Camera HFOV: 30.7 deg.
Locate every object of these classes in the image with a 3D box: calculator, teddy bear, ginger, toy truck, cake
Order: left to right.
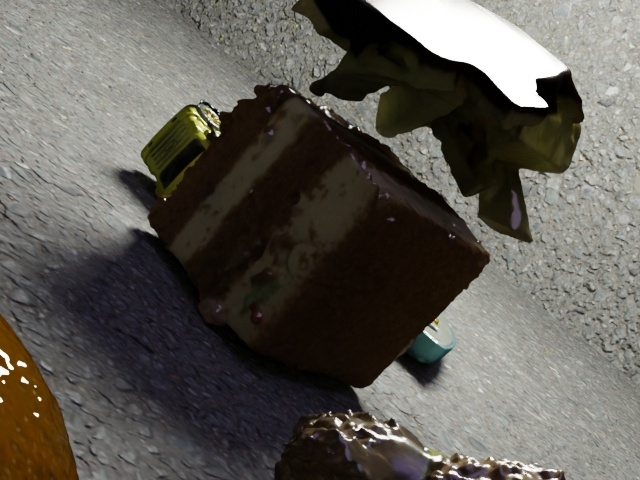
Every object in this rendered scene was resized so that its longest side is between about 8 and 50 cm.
[{"bbox_3d":[-0.110,-0.068,1.625,0.272,0.124,0.157,29,24,-46],"label":"toy truck"},{"bbox_3d":[0.000,0.000,1.374,0.282,0.255,0.290,26,21,-48],"label":"cake"},{"bbox_3d":[0.096,0.082,1.791,0.256,0.054,0.386,36,11,-1],"label":"calculator"},{"bbox_3d":[0.130,-0.171,1.428,0.413,0.211,0.358,30,24,0],"label":"ginger"},{"bbox_3d":[0.084,0.271,0.877,0.246,0.223,0.296,11,71,-76],"label":"teddy bear"}]

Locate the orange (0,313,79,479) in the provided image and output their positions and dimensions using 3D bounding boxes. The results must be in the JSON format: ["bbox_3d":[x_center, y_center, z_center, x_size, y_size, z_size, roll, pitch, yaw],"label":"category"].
[{"bbox_3d":[-0.211,0.098,0.395,0.264,0.264,0.264,35,12,-9],"label":"orange"}]
